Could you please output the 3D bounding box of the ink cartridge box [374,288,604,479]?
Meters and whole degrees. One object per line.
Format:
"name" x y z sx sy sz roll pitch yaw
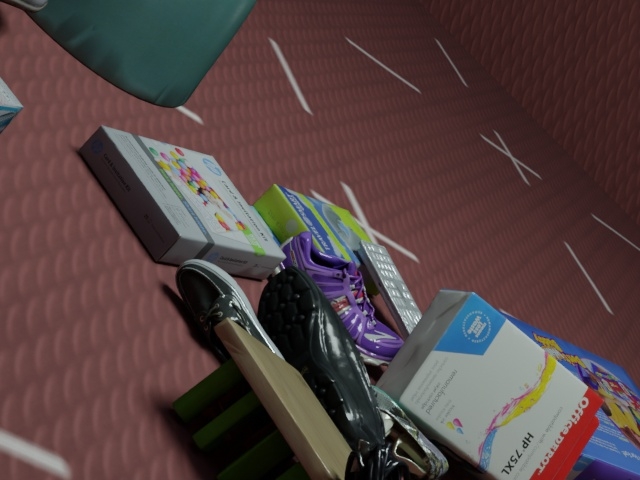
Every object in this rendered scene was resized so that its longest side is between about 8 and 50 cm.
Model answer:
"ink cartridge box" 0.181 0.168 1.600 0.231 0.134 0.078 38 -13 -17

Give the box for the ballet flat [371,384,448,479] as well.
"ballet flat" 0.071 0.182 1.513 0.114 0.041 0.041 45 17 5

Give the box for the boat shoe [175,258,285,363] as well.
"boat shoe" -0.080 0.074 1.402 0.142 0.049 0.040 51 19 12

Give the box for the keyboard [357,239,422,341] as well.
"keyboard" 0.112 0.111 1.728 0.072 0.014 0.256 7 52 -61

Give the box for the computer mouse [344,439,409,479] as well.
"computer mouse" 0.082 0.250 1.269 0.272 0.072 0.188 11 75 -58

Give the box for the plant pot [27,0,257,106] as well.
"plant pot" -0.182 -0.331 1.785 0.293 0.235 0.293 40 17 -15

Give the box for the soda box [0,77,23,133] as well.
"soda box" -0.329 -0.157 1.350 0.183 0.058 0.063 51 19 17

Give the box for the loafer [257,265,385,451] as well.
"loafer" 0.001 0.116 1.453 0.078 0.076 0.223 37 21 -43

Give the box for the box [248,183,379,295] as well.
"box" 0.000 0.000 1.759 0.109 0.042 0.178 53 19 27

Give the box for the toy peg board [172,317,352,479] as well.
"toy peg board" -0.035 0.165 1.282 0.161 0.079 0.160 55 4 28

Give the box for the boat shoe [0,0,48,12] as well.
"boat shoe" -0.368 -0.330 1.483 0.132 0.130 0.355 23 -2 34

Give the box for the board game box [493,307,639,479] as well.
"board game box" 0.300 0.216 1.878 0.347 0.078 0.233 25 26 -47

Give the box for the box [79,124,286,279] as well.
"box" -0.129 -0.033 1.554 0.145 0.038 0.186 53 18 25

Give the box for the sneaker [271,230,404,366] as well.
"sneaker" 0.025 0.060 1.630 0.170 0.071 0.068 43 17 -7
